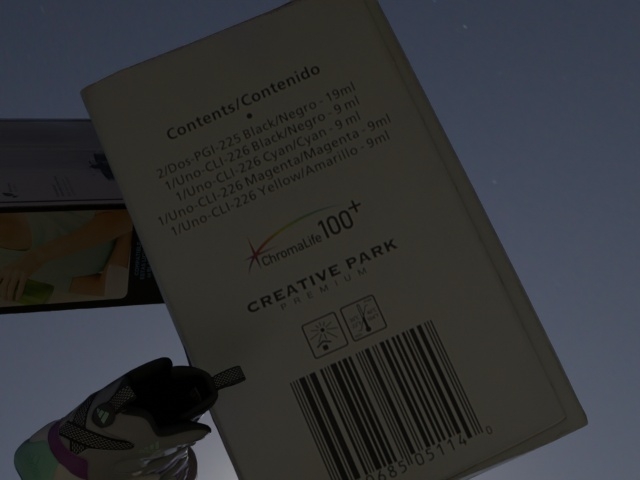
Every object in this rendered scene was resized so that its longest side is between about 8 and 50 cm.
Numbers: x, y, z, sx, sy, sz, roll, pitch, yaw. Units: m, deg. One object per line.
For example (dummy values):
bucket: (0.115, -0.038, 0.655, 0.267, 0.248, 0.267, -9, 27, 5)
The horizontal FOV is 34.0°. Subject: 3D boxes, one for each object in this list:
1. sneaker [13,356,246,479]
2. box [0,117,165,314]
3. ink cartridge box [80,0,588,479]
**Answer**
sneaker: (-0.051, 0.065, 0.362, 0.069, 0.038, 0.098, -40, -18, 10)
box: (-0.232, -0.023, 0.771, 0.290, 0.169, 0.087, -3, -62, -25)
ink cartridge box: (0.000, 0.000, 0.551, 0.130, 0.271, 0.309, -24, -12, 0)
